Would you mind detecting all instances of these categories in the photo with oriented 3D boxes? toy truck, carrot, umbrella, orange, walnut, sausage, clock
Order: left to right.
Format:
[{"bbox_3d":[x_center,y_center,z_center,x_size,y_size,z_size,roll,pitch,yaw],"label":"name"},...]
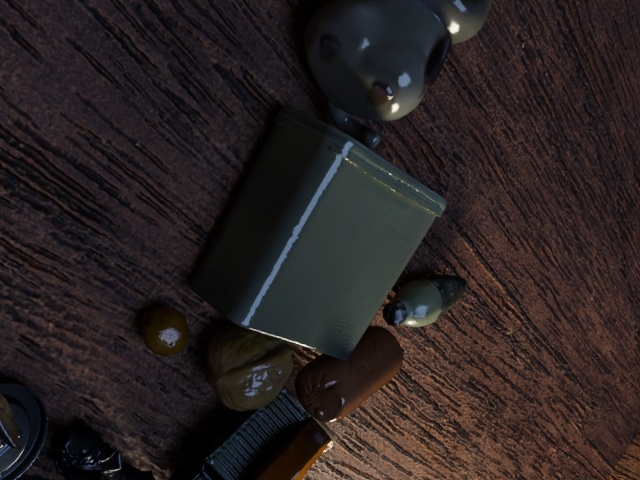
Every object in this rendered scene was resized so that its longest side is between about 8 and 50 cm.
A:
[{"bbox_3d":[-0.487,0.282,1.317,0.184,0.040,0.184,-22,124,-38],"label":"clock"},{"bbox_3d":[-0.347,0.384,1.470,0.272,0.110,0.122,65,24,-46],"label":"umbrella"},{"bbox_3d":[-0.250,0.145,1.456,0.085,0.085,0.085,-24,128,-35],"label":"orange"},{"bbox_3d":[-0.152,0.374,1.640,0.259,0.121,0.088,-43,100,-18],"label":"toy truck"},{"bbox_3d":[-0.123,0.214,1.573,0.166,0.149,0.166,21,63,-47],"label":"walnut"},{"bbox_3d":[-0.097,0.440,1.661,0.307,0.100,0.258,-52,174,28],"label":"carrot"},{"bbox_3d":[0.058,0.253,1.742,0.304,0.121,0.121,-23,130,-60],"label":"sausage"}]

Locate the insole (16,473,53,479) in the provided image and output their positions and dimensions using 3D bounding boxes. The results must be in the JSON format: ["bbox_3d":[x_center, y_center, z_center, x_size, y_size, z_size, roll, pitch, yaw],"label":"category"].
[{"bbox_3d":[-0.488,0.389,1.410,0.232,0.003,0.080,24,94,-50],"label":"insole"}]

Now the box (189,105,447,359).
[{"bbox_3d":[0.000,0.000,1.559,0.352,0.177,0.344,26,96,-50],"label":"box"}]

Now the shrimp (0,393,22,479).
[{"bbox_3d":[-0.479,0.265,1.245,0.254,0.059,0.145,43,67,-41],"label":"shrimp"}]

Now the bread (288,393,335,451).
[{"bbox_3d":[-0.041,0.362,1.812,0.073,0.053,0.214,-40,134,-1],"label":"bread"}]

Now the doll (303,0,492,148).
[{"bbox_3d":[0.131,-0.350,1.458,0.370,0.215,0.226,-51,171,-5],"label":"doll"}]

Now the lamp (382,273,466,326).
[{"bbox_3d":[0.223,0.125,1.911,0.250,0.101,0.101,-16,123,-43],"label":"lamp"}]
